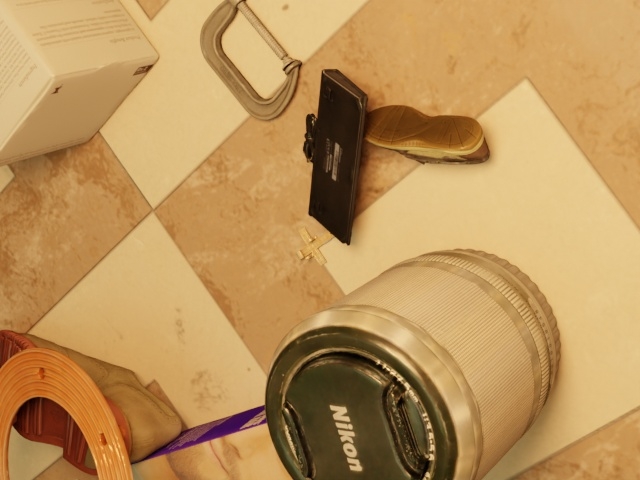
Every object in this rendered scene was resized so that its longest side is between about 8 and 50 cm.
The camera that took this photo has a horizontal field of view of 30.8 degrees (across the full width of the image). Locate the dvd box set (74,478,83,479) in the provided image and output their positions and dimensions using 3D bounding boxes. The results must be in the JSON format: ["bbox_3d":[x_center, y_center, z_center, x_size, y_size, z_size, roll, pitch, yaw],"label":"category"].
[{"bbox_3d":[-0.207,0.540,1.477,0.308,0.062,0.420,15,117,35],"label":"dvd box set"}]

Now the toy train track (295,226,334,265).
[{"bbox_3d":[0.000,0.000,1.314,0.083,0.014,0.048,-36,85,35],"label":"toy train track"}]

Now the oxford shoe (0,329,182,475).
[{"bbox_3d":[-0.317,0.206,1.525,0.348,0.130,0.123,27,114,43],"label":"oxford shoe"}]

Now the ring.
[{"bbox_3d":[-0.318,0.296,1.415,0.337,0.032,0.336,8,102,44],"label":"ring"}]

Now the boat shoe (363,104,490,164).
[{"bbox_3d":[0.104,-0.101,1.188,0.152,0.056,0.049,17,154,42],"label":"boat shoe"}]

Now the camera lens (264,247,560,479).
[{"bbox_3d":[0.095,0.138,1.138,0.219,0.274,0.219,11,112,30],"label":"camera lens"}]

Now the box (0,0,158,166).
[{"bbox_3d":[-0.321,-0.193,1.353,0.182,0.181,0.119,-42,81,35],"label":"box"}]

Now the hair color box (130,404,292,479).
[{"bbox_3d":[-0.082,0.308,1.415,0.339,0.110,0.185,-23,92,34],"label":"hair color box"}]

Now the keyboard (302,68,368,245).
[{"bbox_3d":[0.015,-0.094,1.247,0.108,0.023,0.180,42,136,43],"label":"keyboard"}]

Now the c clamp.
[{"bbox_3d":[-0.075,-0.219,1.284,0.137,0.022,0.160,-38,83,35],"label":"c clamp"}]
